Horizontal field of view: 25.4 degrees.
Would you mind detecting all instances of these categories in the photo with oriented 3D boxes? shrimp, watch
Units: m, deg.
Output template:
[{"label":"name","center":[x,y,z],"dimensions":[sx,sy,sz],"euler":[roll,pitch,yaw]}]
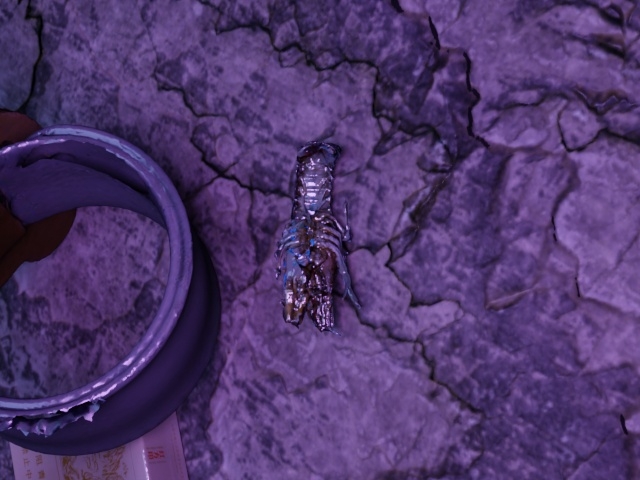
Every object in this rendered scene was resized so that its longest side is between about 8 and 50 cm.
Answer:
[{"label":"shrimp","center":[0.000,-0.001,1.286],"dimensions":[0.082,0.076,0.174],"euler":[4,84,-1]},{"label":"watch","center":[-0.275,0.060,1.332],"dimensions":[0.327,0.314,0.335],"euler":[33,75,20]}]

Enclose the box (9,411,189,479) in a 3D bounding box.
[{"label":"box","center":[-0.225,0.242,1.442],"dimensions":[0.201,0.058,0.141],"euler":[-24,72,36]}]
